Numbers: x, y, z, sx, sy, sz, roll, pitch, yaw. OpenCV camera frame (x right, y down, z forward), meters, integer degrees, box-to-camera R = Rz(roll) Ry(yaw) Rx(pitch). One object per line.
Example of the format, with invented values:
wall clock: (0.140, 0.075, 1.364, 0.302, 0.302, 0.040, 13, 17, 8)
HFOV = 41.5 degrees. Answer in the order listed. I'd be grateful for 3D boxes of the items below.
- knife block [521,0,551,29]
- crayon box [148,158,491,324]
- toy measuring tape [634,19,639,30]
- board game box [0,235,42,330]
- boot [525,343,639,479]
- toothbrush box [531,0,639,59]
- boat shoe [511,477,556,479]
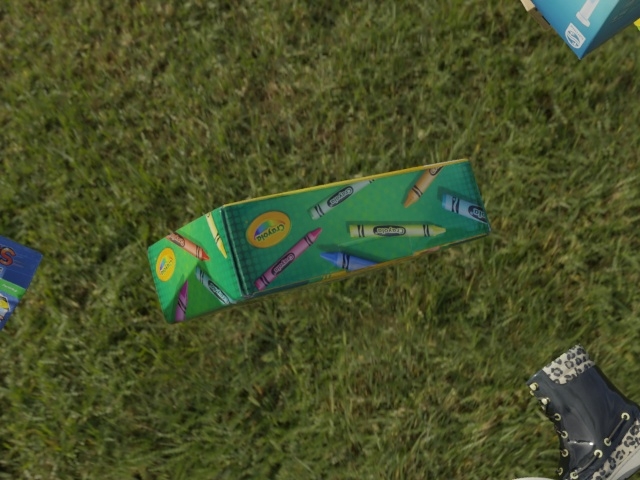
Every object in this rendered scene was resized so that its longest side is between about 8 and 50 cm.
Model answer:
knife block: (0.220, -0.426, 1.064, 0.242, 0.088, 0.276, 19, 96, 30)
crayon box: (0.000, 0.000, 0.796, 0.278, 0.165, 0.081, -13, 85, -34)
toy measuring tape: (0.561, -0.389, 1.451, 0.121, 0.330, 0.121, 0, 89, -8)
board game box: (-0.325, 0.010, 0.631, 0.201, 0.136, 0.035, 27, 50, -19)
boot: (0.330, 0.272, 1.154, 0.236, 0.085, 0.178, -37, 70, -4)
toothbrush box: (0.308, -0.319, 0.719, 0.216, 0.295, 0.126, -35, 80, -9)
boat shoe: (0.268, 0.298, 0.951, 0.137, 0.049, 0.043, 15, 58, -13)
